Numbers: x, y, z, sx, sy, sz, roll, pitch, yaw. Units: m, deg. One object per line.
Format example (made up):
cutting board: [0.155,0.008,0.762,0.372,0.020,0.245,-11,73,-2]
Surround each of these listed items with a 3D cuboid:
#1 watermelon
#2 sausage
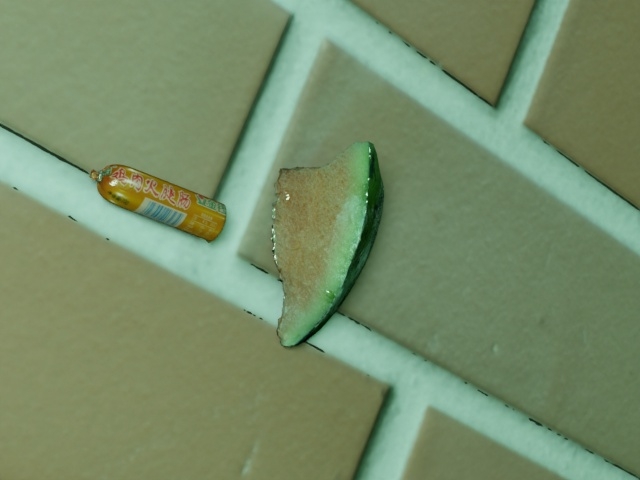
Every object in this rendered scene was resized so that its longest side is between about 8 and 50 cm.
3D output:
watermelon: [0.008,0.007,1.089,0.101,0.080,0.155,16,78,-70]
sausage: [-0.115,-0.029,1.004,0.107,0.031,0.031,23,79,-35]
